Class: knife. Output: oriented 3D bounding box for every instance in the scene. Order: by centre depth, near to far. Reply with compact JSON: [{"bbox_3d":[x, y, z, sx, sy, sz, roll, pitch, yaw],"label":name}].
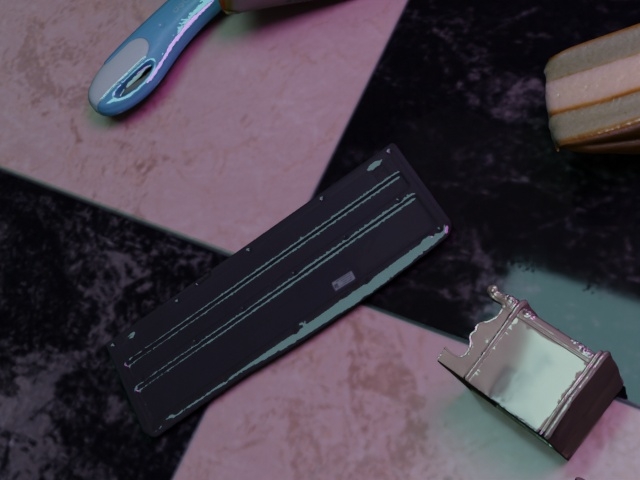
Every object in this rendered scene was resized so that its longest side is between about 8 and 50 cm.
[{"bbox_3d":[-0.119,-0.191,0.830,0.222,0.031,0.064,-45,55,-5],"label":"knife"}]

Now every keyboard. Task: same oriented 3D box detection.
[{"bbox_3d":[0.006,0.004,0.693,0.381,0.041,0.103,-38,59,11],"label":"keyboard"}]

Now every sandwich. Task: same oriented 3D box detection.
[{"bbox_3d":[0.230,-0.112,0.572,0.163,0.113,0.079,2,65,1],"label":"sandwich"}]

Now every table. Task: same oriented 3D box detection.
[{"bbox_3d":[0.130,0.080,0.577,0.083,0.079,0.062,34,85,32],"label":"table"}]

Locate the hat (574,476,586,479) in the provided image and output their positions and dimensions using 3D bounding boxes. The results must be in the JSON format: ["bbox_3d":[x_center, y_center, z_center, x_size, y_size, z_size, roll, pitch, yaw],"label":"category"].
[{"bbox_3d":[0.134,0.213,0.532,0.175,0.085,0.147,-22,70,38],"label":"hat"}]

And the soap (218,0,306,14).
[{"bbox_3d":[-0.033,-0.314,0.738,0.138,0.199,0.182,-11,63,-9],"label":"soap"}]
